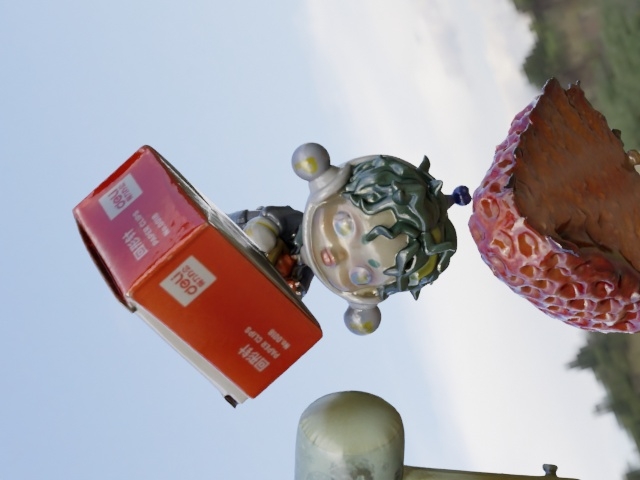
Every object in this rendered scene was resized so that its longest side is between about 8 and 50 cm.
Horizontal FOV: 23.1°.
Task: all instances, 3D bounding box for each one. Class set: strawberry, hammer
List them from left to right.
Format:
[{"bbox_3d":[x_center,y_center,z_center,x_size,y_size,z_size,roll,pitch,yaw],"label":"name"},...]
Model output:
[{"bbox_3d":[0.126,0.250,1.575,0.113,0.306,0.202,-88,0,-57],"label":"hammer"},{"bbox_3d":[0.239,0.004,1.528,0.253,0.150,0.280,48,-145,-9],"label":"strawberry"}]

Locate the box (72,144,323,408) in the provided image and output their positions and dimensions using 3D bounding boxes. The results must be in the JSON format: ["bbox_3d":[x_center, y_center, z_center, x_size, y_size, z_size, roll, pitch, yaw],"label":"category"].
[{"bbox_3d":[-0.099,0.030,1.245,0.182,0.099,0.133,46,-176,-45],"label":"box"}]

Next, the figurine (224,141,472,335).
[{"bbox_3d":[-0.002,-0.002,1.988,0.186,0.382,0.261,-78,-31,-49],"label":"figurine"}]
